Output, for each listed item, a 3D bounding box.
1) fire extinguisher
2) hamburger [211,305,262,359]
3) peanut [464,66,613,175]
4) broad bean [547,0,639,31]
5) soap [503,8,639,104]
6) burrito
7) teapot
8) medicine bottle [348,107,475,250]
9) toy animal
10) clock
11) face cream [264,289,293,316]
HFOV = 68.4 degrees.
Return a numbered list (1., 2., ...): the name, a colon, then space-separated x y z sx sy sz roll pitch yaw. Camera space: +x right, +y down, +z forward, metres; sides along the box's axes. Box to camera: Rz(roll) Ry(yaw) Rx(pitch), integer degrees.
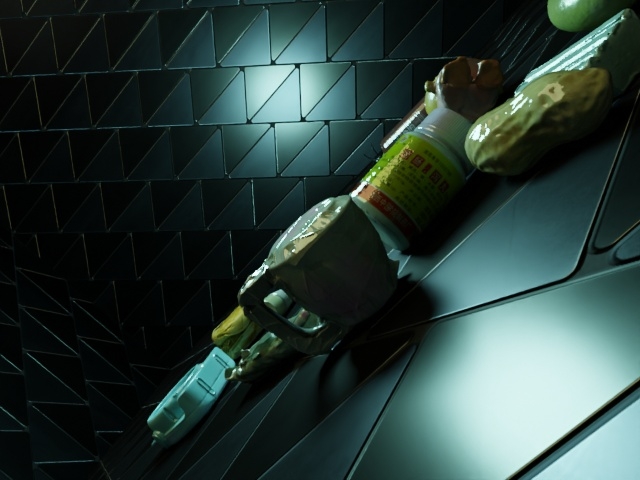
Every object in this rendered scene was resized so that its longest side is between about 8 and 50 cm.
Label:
1. fire extinguisher: 0.309 -0.382 1.662 0.337 0.135 0.114 -45 1 27
2. hamburger: -0.234 0.261 1.435 0.214 0.108 0.214 -42 5 4
3. peanut: 0.266 -0.145 0.597 0.098 0.090 0.214 -58 10 -26
4. broad bean: 0.529 -0.483 0.845 0.238 0.119 0.291 -28 20 44
5. soap: 0.344 -0.218 0.654 0.114 0.063 0.198 -50 6 -9
6. burrito: -0.079 0.199 0.898 0.309 0.066 0.096 -40 6 34
7. teapot: 0.012 0.059 0.692 0.221 0.178 0.163 -48 13 -28
8. medicine bottle: 0.164 -0.104 0.808 0.225 0.139 0.139 -47 6 -4
9. toy animal: 0.353 -0.371 1.205 0.281 0.195 0.169 -90 3 -76
10. clock: -0.352 0.421 1.225 0.274 0.094 0.223 -44 5 20
11. face cream: -0.093 0.159 1.360 0.114 0.070 0.224 -43 -5 33
